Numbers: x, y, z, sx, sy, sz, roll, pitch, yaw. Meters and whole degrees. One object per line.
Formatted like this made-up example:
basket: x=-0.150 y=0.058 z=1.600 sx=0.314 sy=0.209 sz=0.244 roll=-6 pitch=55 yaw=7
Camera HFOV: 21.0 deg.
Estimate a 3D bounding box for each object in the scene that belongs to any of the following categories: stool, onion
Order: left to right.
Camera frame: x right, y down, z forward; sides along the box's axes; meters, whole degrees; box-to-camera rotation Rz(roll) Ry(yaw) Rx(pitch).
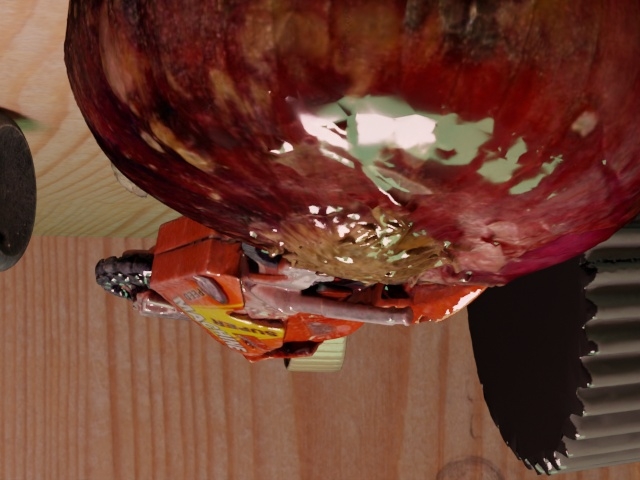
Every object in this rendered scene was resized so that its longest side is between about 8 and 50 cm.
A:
onion: x=0.023 y=-0.078 z=0.674 sx=0.246 sy=0.190 sz=0.246 roll=7 pitch=157 yaw=3
stool: x=0.293 y=0.005 z=1.213 sx=0.330 sy=0.297 sz=0.297 roll=-4 pitch=177 yaw=-11

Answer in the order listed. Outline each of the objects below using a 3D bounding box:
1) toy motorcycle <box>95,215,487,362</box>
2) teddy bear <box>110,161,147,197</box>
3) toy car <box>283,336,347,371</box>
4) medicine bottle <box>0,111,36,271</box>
toy motorcycle: x=-0.029 y=0.020 z=1.132 sx=0.171 sy=0.089 sz=0.298 roll=24 pitch=161 yaw=-27
teddy bear: x=-0.036 y=-0.074 z=1.201 sx=0.213 sy=0.111 sz=0.133 roll=18 pitch=134 yaw=-10
toy car: x=0.000 y=0.000 z=1.359 sx=0.145 sy=0.235 sz=0.235 roll=0 pitch=176 yaw=-4
medicine bottle: x=-0.406 y=-0.039 z=1.500 sx=0.293 sy=0.141 sz=0.141 roll=-1 pitch=176 yaw=14
